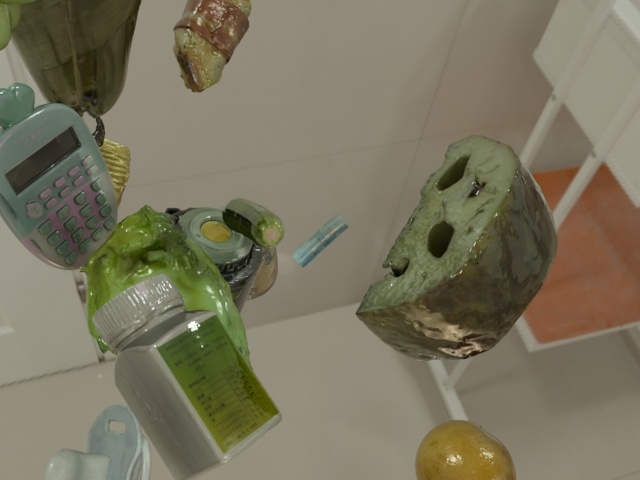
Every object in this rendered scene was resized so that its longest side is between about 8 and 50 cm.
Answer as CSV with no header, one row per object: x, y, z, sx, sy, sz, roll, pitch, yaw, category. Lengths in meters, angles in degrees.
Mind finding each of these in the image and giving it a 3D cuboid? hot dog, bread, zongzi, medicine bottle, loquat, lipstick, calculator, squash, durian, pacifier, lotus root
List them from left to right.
-0.393,-0.090,1.011,0.041,0.298,0.185,7,43,32,calculator
-0.515,-0.111,1.518,0.133,0.250,0.179,15,31,-34,bread
-0.468,0.473,1.427,0.207,0.228,0.278,22,71,-41,pacifier
-0.300,-0.344,1.070,0.418,0.447,0.181,-15,37,1,zongzi
-0.216,0.136,1.041,0.204,0.339,0.255,-31,65,-15,durian
-0.141,0.134,0.693,0.088,0.132,0.188,-29,82,-40,medicine bottle
-0.206,-0.393,1.288,0.123,0.093,0.261,32,74,-26,hot dog
-0.119,-0.033,1.213,0.066,0.066,0.229,-16,18,-19,squash
0.000,0.000,1.746,0.158,0.048,0.048,-42,65,3,lipstick
0.387,0.641,1.891,0.275,0.274,0.274,4,53,-6,loquat
0.147,0.012,0.696,0.119,0.138,0.234,43,71,-27,lotus root

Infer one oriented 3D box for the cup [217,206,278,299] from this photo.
-0.255,-0.001,2.161,0.227,0.257,0.301,-25,64,-23,cup

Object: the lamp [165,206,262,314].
-0.233,0.077,1.377,0.205,0.272,0.373,0,66,-25,lamp

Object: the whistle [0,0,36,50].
-0.367,-0.273,0.723,0.141,0.294,0.141,32,43,-36,whistle
